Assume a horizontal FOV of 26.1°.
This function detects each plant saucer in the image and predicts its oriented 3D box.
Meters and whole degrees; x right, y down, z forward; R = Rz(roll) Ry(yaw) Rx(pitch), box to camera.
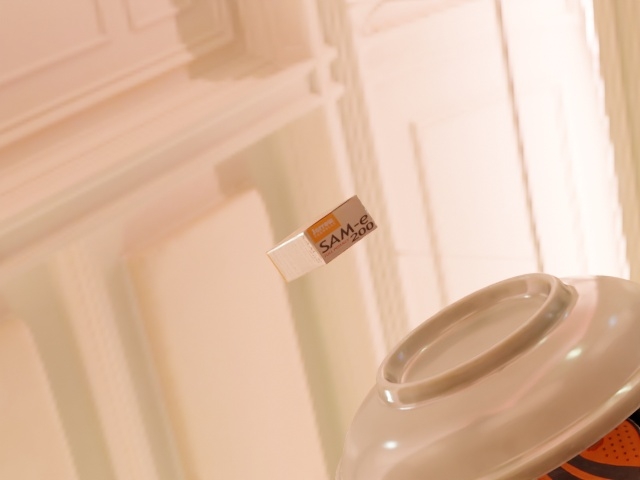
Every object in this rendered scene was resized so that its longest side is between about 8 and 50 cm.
[{"bbox_3d":[0.171,0.128,1.397,0.400,0.400,0.100,-41,-75,-46],"label":"plant saucer"}]

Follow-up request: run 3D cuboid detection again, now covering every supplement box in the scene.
[{"bbox_3d":[0.000,0.000,1.203,0.062,0.098,0.036,-36,-87,-23],"label":"supplement box"}]

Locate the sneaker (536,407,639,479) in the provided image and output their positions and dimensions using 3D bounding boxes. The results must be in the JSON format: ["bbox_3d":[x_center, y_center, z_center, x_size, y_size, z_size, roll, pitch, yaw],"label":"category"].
[{"bbox_3d":[0.243,0.286,1.280,0.124,0.180,0.321,31,-119,-43],"label":"sneaker"}]
